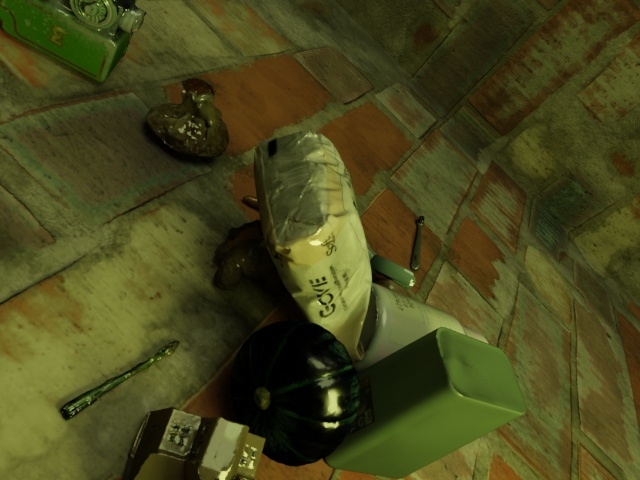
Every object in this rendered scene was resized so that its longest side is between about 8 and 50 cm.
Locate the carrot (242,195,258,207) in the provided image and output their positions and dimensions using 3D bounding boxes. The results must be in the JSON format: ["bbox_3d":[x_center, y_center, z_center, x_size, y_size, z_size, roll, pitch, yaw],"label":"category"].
[{"bbox_3d":[-0.057,-0.054,1.303,0.336,0.069,0.069,22,41,-18],"label":"carrot"}]

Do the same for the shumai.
[{"bbox_3d":[-0.316,-0.312,1.198,0.210,0.153,0.161,25,33,-19],"label":"shumai"}]

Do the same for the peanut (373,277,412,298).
[{"bbox_3d":[0.206,0.157,1.335,0.152,0.076,0.076,28,39,-17],"label":"peanut"}]

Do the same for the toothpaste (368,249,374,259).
[{"bbox_3d":[0.093,0.068,1.331,0.034,0.046,0.164,50,36,11],"label":"toothpaste"}]

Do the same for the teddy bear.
[{"bbox_3d":[-0.147,0.024,1.076,0.177,0.140,0.190,10,28,-16],"label":"teddy bear"}]

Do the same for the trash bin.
[{"bbox_3d":[0.184,0.318,0.930,0.223,0.343,0.158,23,39,-26],"label":"trash bin"}]

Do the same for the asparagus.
[{"bbox_3d":[-0.323,0.225,0.803,0.233,0.023,0.022,-29,122,-52],"label":"asparagus"}]

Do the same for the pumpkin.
[{"bbox_3d":[-0.028,0.265,0.867,0.248,0.248,0.247,26,40,-24],"label":"pumpkin"}]

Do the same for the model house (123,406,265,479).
[{"bbox_3d":[-0.192,0.386,0.679,0.181,0.176,0.248,28,56,-22],"label":"model house"}]

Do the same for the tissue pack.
[{"bbox_3d":[0.000,0.000,0.982,0.390,0.195,0.375,-102,173,-49],"label":"tissue pack"}]

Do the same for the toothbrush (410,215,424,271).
[{"bbox_3d":[0.337,0.007,1.642,0.030,0.030,0.297,16,40,4],"label":"toothbrush"}]

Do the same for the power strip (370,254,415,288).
[{"bbox_3d":[0.204,0.089,1.346,0.137,0.044,0.216,28,-1,13],"label":"power strip"}]

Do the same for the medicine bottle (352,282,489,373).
[{"bbox_3d":[0.212,0.249,1.130,0.379,0.213,0.213,24,41,-26],"label":"medicine bottle"}]

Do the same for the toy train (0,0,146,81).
[{"bbox_3d":[-0.580,-0.545,1.106,0.307,0.249,0.173,26,43,-22],"label":"toy train"}]
